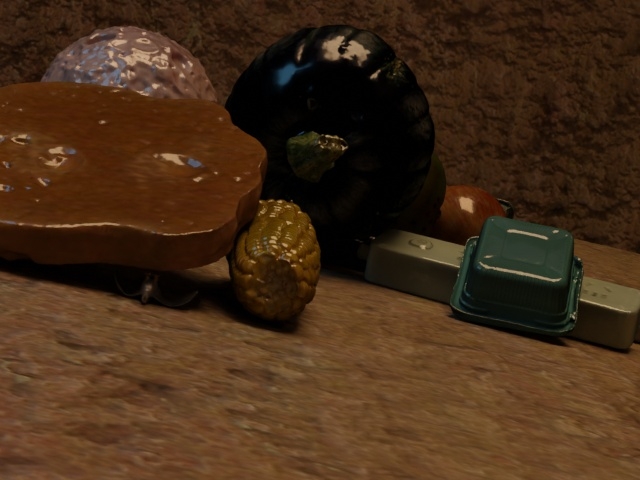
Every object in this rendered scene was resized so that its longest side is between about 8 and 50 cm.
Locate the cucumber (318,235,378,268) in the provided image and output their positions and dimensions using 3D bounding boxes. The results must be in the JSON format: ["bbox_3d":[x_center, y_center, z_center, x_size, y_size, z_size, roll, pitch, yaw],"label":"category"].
[{"bbox_3d":[0.000,0.001,2.090,0.187,0.058,0.058,16,6,6],"label":"cucumber"}]

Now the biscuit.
[{"bbox_3d":[-0.240,-0.070,1.554,0.365,0.062,0.385,4,27,-1],"label":"biscuit"}]

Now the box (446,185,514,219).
[{"bbox_3d":[0.238,-0.020,2.551,0.172,0.124,0.093,14,16,18],"label":"box"}]

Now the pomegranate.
[{"bbox_3d":[0.088,-0.082,2.163,0.210,0.179,0.179,50,14,10],"label":"pomegranate"}]

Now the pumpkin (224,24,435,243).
[{"bbox_3d":[-0.001,-0.127,1.962,0.296,0.296,0.296,13,6,-1],"label":"pumpkin"}]

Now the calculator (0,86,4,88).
[{"bbox_3d":[-0.457,-0.136,1.858,0.173,0.051,0.293,3,-16,-4],"label":"calculator"}]

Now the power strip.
[{"bbox_3d":[0.228,0.057,1.941,0.385,0.062,0.091,15,22,17],"label":"power strip"}]

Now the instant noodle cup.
[{"bbox_3d":[0.251,0.036,1.850,0.157,0.070,0.179,11,33,8],"label":"instant noodle cup"}]

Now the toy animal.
[{"bbox_3d":[-0.160,0.044,1.402,0.084,0.028,0.050,14,4,6],"label":"toy animal"}]

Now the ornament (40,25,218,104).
[{"bbox_3d":[-0.258,-0.147,1.943,0.259,0.259,0.225,14,27,3],"label":"ornament"}]

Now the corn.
[{"bbox_3d":[-0.047,0.019,1.548,0.106,0.106,0.305,13,8,-6],"label":"corn"}]

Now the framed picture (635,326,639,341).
[{"bbox_3d":[0.474,0.120,2.150,0.446,0.028,0.326,13,6,-3],"label":"framed picture"}]

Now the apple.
[{"bbox_3d":[0.215,-0.012,2.249,0.146,0.146,0.131,11,32,-20],"label":"apple"}]
